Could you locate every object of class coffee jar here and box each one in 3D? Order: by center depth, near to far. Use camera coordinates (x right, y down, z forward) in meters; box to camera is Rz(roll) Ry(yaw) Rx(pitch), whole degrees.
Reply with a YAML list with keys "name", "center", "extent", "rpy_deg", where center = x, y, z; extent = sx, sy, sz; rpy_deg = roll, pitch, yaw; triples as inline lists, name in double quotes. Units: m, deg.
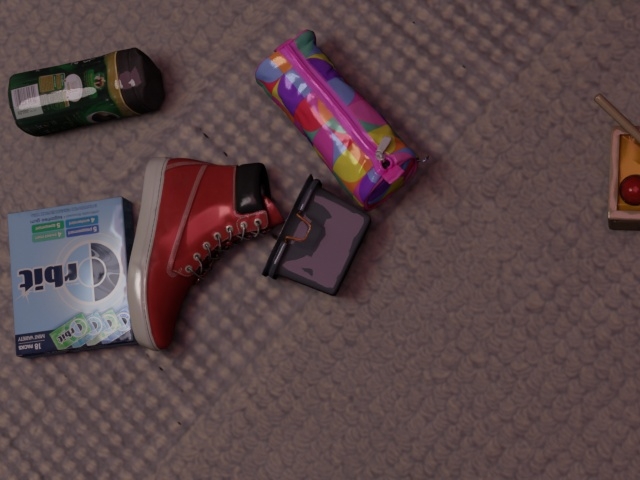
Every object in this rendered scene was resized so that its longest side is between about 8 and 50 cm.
- name: "coffee jar"
  center: [-0.295, -0.189, 1.795]
  extent: [0.184, 0.096, 0.079]
  rpy_deg: [-11, 81, 10]

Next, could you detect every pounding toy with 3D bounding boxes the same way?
- name: "pounding toy"
  center: [0.379, -0.088, 1.626]
  extent: [0.130, 0.100, 0.141]
  rpy_deg: [2, 81, 12]

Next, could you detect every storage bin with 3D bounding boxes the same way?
- name: "storage bin"
  center: [0.000, 0.000, 1.705]
  extent: [0.091, 0.098, 0.135]
  rpy_deg: [25, 87, 5]

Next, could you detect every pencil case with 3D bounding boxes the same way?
- name: "pencil case"
  center: [0.022, -0.146, 1.717]
  extent: [0.104, 0.104, 0.236]
  rpy_deg: [-42, 74, 3]

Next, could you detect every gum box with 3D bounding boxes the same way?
- name: "gum box"
  center: [-0.311, 0.048, 1.787]
  extent: [0.157, 0.041, 0.184]
  rpy_deg: [-8, 78, 11]

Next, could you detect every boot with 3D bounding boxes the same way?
- name: "boot"
  center: [-0.137, 0.019, 1.733]
  extent: [0.176, 0.088, 0.244]
  rpy_deg: [4, 78, 12]
